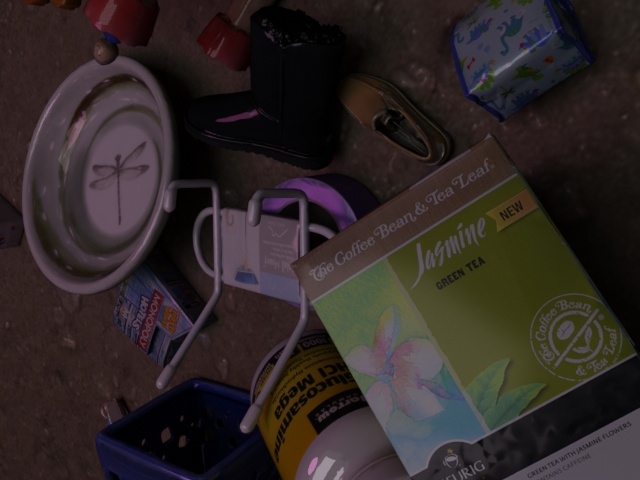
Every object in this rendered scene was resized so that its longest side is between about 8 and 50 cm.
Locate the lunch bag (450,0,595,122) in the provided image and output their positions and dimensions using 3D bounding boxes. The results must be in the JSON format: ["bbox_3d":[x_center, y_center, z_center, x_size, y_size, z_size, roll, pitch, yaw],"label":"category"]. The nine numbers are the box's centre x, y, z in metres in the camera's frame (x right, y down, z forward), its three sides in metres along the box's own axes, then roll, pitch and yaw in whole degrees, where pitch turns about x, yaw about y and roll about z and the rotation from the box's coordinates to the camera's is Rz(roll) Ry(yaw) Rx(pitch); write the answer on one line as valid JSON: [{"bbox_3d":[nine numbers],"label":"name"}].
[{"bbox_3d":[0.222,-0.235,0.786,0.128,0.096,0.151,-34,51,33],"label":"lunch bag"}]

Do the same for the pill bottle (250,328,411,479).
[{"bbox_3d":[0.037,0.255,0.850,0.334,0.187,0.188,-141,54,-65],"label":"pill bottle"}]

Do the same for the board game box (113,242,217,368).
[{"bbox_3d":[-0.281,0.131,1.210,0.194,0.060,0.194,35,116,25],"label":"board game box"}]

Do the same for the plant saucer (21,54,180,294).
[{"bbox_3d":[-0.355,-0.106,1.161,0.400,0.100,0.401,-6,79,36],"label":"plant saucer"}]

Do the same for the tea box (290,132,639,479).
[{"bbox_3d":[0.177,0.105,0.703,0.219,0.329,0.324,-34,80,12],"label":"tea box"}]

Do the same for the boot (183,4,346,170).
[{"bbox_3d":[-0.083,-0.223,0.945,0.246,0.094,0.207,19,131,18],"label":"boot"}]

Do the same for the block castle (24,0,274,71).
[{"bbox_3d":[-0.300,-0.428,0.976,0.453,0.303,0.213,45,114,19],"label":"block castle"}]

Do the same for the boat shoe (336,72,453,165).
[{"bbox_3d":[0.087,-0.164,0.900,0.190,0.072,0.068,36,117,24],"label":"boat shoe"}]

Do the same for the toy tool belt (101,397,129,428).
[{"bbox_3d":[-0.402,0.354,1.346,0.083,0.052,0.051,64,155,11],"label":"toy tool belt"}]

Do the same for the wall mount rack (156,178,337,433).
[{"bbox_3d":[-0.120,0.073,0.941,0.350,0.130,0.305,10,103,46],"label":"wall mount rack"}]

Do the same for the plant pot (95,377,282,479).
[{"bbox_3d":[-0.190,0.381,1.097,0.235,0.236,0.212,10,110,32],"label":"plant pot"}]

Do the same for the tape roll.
[{"bbox_3d":[0.000,0.000,0.985,0.188,0.080,0.189,8,104,33],"label":"tape roll"}]

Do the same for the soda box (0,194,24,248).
[{"bbox_3d":[-0.729,-0.070,1.469,0.216,0.069,0.074,37,116,22],"label":"soda box"}]
